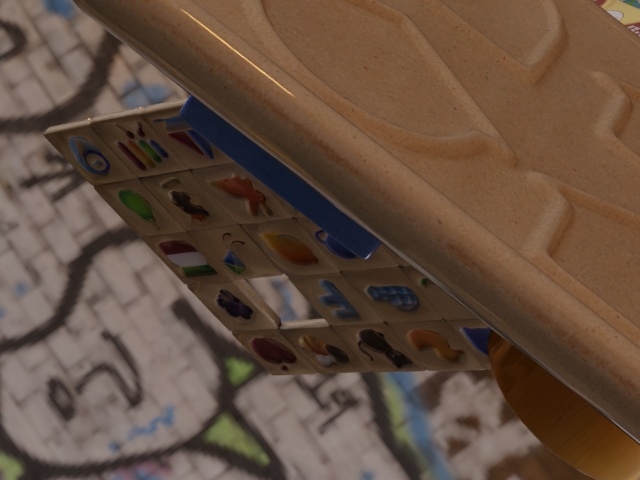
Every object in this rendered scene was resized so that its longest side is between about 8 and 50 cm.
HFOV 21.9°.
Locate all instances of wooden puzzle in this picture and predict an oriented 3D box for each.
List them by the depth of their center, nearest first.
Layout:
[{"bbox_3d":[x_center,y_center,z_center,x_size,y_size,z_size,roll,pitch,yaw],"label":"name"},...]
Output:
[{"bbox_3d":[0.081,-0.031,0.687,0.322,0.080,0.348,38,27,2],"label":"wooden puzzle"}]

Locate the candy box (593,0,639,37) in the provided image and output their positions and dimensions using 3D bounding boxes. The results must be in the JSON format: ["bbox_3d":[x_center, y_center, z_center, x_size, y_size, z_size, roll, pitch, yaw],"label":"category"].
[{"bbox_3d":[0.145,-0.074,1.085,0.316,0.087,0.183,-136,-152,-61],"label":"candy box"}]

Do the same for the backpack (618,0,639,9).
[{"bbox_3d":[0.147,-0.129,1.468,0.273,0.355,0.290,46,-5,48],"label":"backpack"}]

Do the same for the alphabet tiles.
[{"bbox_3d":[0.000,0.000,0.795,0.237,0.009,0.198,-6,-46,45],"label":"alphabet tiles"}]
